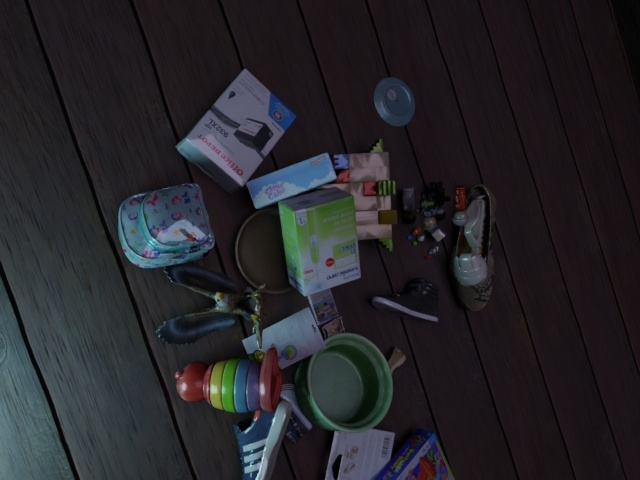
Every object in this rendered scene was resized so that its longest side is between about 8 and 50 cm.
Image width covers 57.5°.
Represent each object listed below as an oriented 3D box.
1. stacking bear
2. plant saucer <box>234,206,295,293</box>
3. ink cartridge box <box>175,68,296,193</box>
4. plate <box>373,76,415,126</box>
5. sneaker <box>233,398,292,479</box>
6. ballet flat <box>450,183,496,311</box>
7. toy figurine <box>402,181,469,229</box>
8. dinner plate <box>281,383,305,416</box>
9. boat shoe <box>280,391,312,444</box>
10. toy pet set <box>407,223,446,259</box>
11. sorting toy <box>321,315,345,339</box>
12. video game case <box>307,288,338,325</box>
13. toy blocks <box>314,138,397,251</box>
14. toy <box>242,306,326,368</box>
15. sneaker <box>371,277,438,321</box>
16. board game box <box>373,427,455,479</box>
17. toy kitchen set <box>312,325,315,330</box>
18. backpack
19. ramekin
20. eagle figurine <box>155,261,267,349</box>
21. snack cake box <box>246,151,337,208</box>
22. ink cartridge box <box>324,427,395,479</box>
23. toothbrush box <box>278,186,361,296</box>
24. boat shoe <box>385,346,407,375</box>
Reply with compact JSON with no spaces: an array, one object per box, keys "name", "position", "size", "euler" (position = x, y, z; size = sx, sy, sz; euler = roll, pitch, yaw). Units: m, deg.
[{"name":"stacking bear","position":[-0.270,0.409,1.674],"size":[0.288,0.175,0.164],"euler":[0,46,7]},{"name":"plant saucer","position":[-0.148,0.032,1.871],"size":[0.277,0.041,0.278],"euler":[2,86,-28]},{"name":"ink cartridge box","position":[-0.259,-0.336,1.810],"size":[0.223,0.129,0.307],"euler":[41,68,-18]},{"name":"plate","position":[0.282,-0.519,2.173],"size":[0.188,0.024,0.188],"euler":[3,84,-27]},{"name":"sneaker","position":[-0.205,0.626,1.751],"size":[0.148,0.131,0.350],"euler":[18,89,10]},{"name":"ballet flat","position":[0.565,0.013,2.174],"size":[0.182,0.164,0.483],"euler":[35,62,-61]},{"name":"toy figurine","position":[0.406,-0.119,2.093],"size":[0.209,0.213,0.148],"euler":[-13,107,-25]},{"name":"dinner plate","position":[-0.107,0.528,1.857],"size":[0.141,0.017,0.141],"euler":[3,84,-28]},{"name":"boat shoe","position":[-0.108,0.546,1.809],"size":[0.083,0.065,0.183],"euler":[-44,104,-23]},{"name":"toy pet set","position":[0.400,-0.012,2.173],"size":[0.114,0.065,0.122],"euler":[-40,102,11]},{"name":"sorting toy","position":[0.043,0.303,1.950],"size":[0.075,0.045,0.083],"euler":[-16,92,-21]},{"name":"video game case","position":[0.007,0.212,1.955],"size":[0.087,0.011,0.122],"euler":[-20,94,-29]},{"name":"toy blocks","position":[0.098,-0.146,1.966],"size":[0.260,0.190,0.382],"euler":[-4,96,-15]},{"name":"toy","position":[-0.109,0.321,1.802],"size":[0.237,0.056,0.137],"euler":[-26,71,4]},{"name":"sneaker","position":[0.305,0.193,2.067],"size":[0.295,0.104,0.147],"euler":[17,75,-31]},{"name":"board game box","position":[0.296,0.841,1.954],"size":[0.347,0.078,0.233],"euler":[-38,111,-34]},{"name":"toy kitchen set","position":[-0.038,0.323,1.878],"size":[0.068,0.083,0.075],"euler":[-28,97,-27]},{"name":"backpack","position":[-0.442,-0.041,1.655],"size":[0.253,0.191,0.225],"euler":[-13,78,-19]},{"name":"ramekin","position":[0.064,0.457,1.849],"size":[0.303,0.148,0.304],"euler":[11,64,-25]},{"name":"eagle figurine","position":[-0.311,0.184,1.720],"size":[0.298,0.225,0.226],"euler":[2,38,1]},{"name":"snack cake box","position":[-0.085,-0.183,1.811],"size":[0.264,0.152,0.089],"euler":[-20,94,2]},{"name":"ink cartridge box","position":[0.113,0.752,1.925],"size":[0.238,0.060,0.275],"euler":[18,77,-24]},{"name":"toothbrush box","position":[0.000,0.000,1.807],"size":[0.206,0.122,0.283],"euler":[-16,116,-23]},{"name":"boat shoe","position":[0.217,0.442,2.017],"size":[0.072,0.068,0.190],"euler":[50,55,-1]}]
